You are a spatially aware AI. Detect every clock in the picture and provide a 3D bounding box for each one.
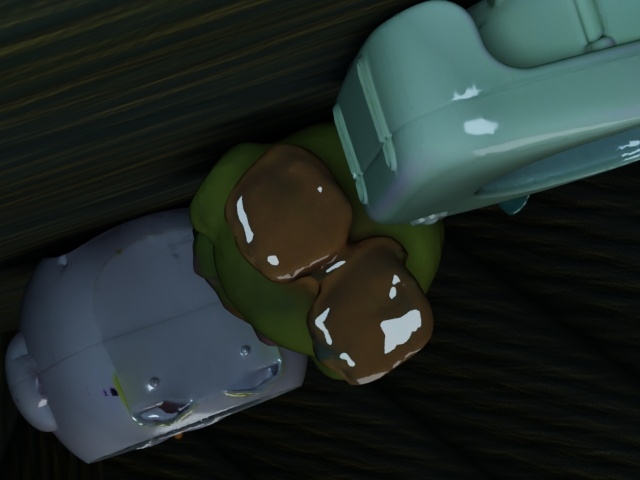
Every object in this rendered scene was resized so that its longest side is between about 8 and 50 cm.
[{"bbox_3d":[-0.194,0.106,1.663,0.368,0.251,0.376,-19,172,-17],"label":"clock"},{"bbox_3d":[0.177,-0.106,0.898,0.324,0.109,0.265,-16,173,-9],"label":"clock"}]

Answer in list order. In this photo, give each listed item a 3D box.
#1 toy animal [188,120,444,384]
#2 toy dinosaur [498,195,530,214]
[{"bbox_3d":[0.002,-0.002,1.181,0.191,0.216,0.338,-42,-174,-9],"label":"toy animal"},{"bbox_3d":[0.248,-0.141,1.216,0.383,0.129,0.331,-17,-172,33],"label":"toy dinosaur"}]
